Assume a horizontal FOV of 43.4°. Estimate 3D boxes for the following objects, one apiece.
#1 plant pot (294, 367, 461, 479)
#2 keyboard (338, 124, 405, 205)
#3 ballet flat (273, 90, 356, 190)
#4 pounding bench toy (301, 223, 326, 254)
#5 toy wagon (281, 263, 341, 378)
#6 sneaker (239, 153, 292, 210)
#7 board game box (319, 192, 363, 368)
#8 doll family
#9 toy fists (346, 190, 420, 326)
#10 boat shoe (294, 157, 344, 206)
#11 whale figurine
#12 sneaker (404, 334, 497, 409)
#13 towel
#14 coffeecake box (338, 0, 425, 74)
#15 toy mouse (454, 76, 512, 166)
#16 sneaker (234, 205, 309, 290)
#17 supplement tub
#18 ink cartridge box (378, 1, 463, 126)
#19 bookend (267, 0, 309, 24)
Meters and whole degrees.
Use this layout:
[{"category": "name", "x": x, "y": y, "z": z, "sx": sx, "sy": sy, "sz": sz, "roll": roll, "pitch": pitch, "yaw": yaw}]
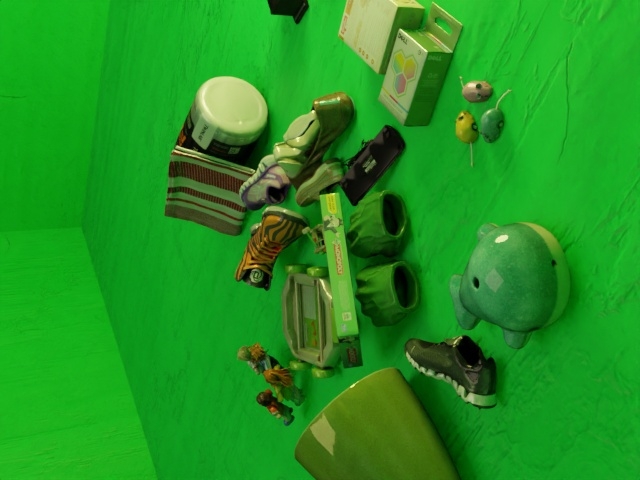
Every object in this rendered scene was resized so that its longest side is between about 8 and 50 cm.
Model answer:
[{"category": "plant pot", "x": 0.144, "y": 0.448, "z": 1.556, "sx": 0.293, "sy": 0.274, "sz": 0.275, "roll": 48, "pitch": 136, "yaw": 27}, {"category": "keyboard", "x": 0.111, "y": -0.167, "z": 1.712, "sx": 0.192, "sy": 0.038, "sz": 0.100, "roll": -49, "pitch": 57, "yaw": 33}, {"category": "ballet flat", "x": -0.037, "y": -0.225, "z": 1.892, "sx": 0.342, "sy": 0.124, "sz": 0.116, "roll": -50, "pitch": 51, "yaw": 53}, {"category": "pounding bench toy", "x": 0.000, "y": 0.000, "z": 1.898, "sx": 0.052, "sy": 0.083, "sz": 0.065, "roll": -35, "pitch": 63, "yaw": 58}, {"category": "toy wagon", "x": -0.003, "y": 0.196, "z": 1.954, "sx": 0.344, "sy": 0.068, "sz": 0.267, "roll": 4, "pitch": 98, "yaw": 61}, {"category": "sneaker", "x": -0.140, "y": -0.131, "z": 2.140, "sx": 0.236, "sy": 0.095, "sz": 0.105, "roll": -48, "pitch": 60, "yaw": 52}, {"category": "board game box", "x": 0.045, "y": 0.088, "z": 1.712, "sx": 0.213, "sy": 0.046, "sz": 0.318, "roll": 80, "pitch": -177, "yaw": -64}, {"category": "doll family", "x": -0.126, "y": 0.347, "z": 2.113, "sx": 0.118, "sy": 0.163, "sz": 0.263, "roll": -39, "pitch": 42, "yaw": 4}, {"category": "toy fists", "x": 0.127, "y": 0.038, "z": 1.663, "sx": 0.142, "sy": 0.096, "sz": 0.279, "roll": -23, "pitch": 72, "yaw": 53}, {"category": "boat shoe", "x": -0.001, "y": -0.118, "z": 1.909, "sx": 0.072, "sy": 0.068, "sz": 0.190, "roll": 63, "pitch": 146, "yaw": 14}, {"category": "whale figurine", "x": 0.282, "y": 0.076, "z": 1.327, "sx": 0.272, "sy": 0.141, "sz": 0.216, "roll": -33, "pitch": 66, "yaw": 59}, {"category": "sneaker", "x": 0.245, "y": 0.214, "z": 1.490, "sx": 0.234, "sy": 0.078, "sz": 0.106, "roll": 30, "pitch": 117, "yaw": 53}, {"category": "towel", "x": -0.319, "y": -0.130, "z": 2.281, "sx": 0.329, "sy": 0.237, "sz": 0.037, "roll": 114, "pitch": 171, "yaw": -58}, {"category": "coffeecake box", "x": 0.119, "y": -0.440, "z": 1.628, "sx": 0.185, "sy": 0.068, "sz": 0.142, "roll": 55, "pitch": 139, "yaw": 44}, {"category": "toy mouse", "x": 0.278, "y": -0.228, "z": 1.404, "sx": 0.143, "sy": 0.031, "sz": 0.161, "roll": -33, "pitch": 65, "yaw": 59}, {"category": "sneaker", "x": -0.125, "y": 0.032, "z": 2.041, "sx": 0.321, "sy": 0.124, "sz": 0.180, "roll": 138, "pitch": 151, "yaw": -68}, {"category": "supplement tub", "x": -0.292, "y": -0.284, "z": 2.269, "sx": 0.338, "sy": 0.207, "sz": 0.207, "roll": -51, "pitch": 50, "yaw": 51}, {"category": "ink cartridge box", "x": 0.185, "y": -0.334, "z": 1.528, "sx": 0.109, "sy": 0.062, "sz": 0.209, "roll": 56, "pitch": 139, "yaw": 44}, {"category": "bookend", "x": -0.128, "y": -0.618, "z": 1.967, "sx": 0.072, "sy": 0.156, "sz": 0.157, "roll": -46, "pitch": 55, "yaw": 54}]
